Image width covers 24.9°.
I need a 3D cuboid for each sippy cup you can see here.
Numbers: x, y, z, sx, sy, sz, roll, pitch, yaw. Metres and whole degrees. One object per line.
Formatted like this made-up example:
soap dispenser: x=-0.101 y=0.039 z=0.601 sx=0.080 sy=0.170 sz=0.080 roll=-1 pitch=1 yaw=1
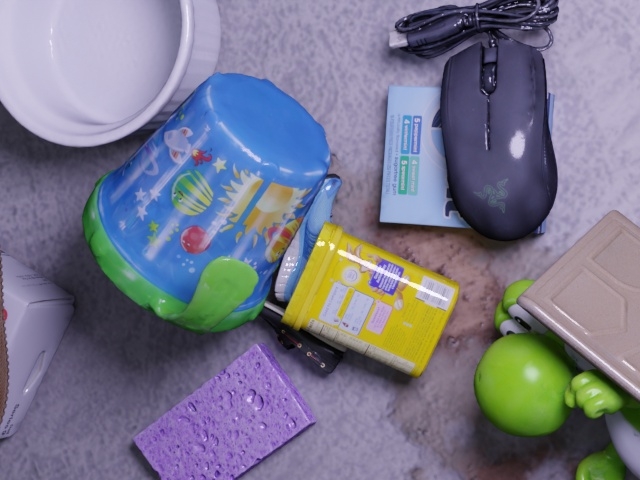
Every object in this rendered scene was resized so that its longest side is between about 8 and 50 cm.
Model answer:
sippy cup: x=-0.110 y=-0.056 z=1.600 sx=0.224 sy=0.240 sz=0.305 roll=-51 pitch=62 yaw=32

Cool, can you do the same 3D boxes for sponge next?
sponge: x=-0.117 y=0.228 z=1.750 sx=0.210 sy=0.031 sz=0.117 roll=-38 pitch=79 yaw=17

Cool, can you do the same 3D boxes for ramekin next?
ramekin: x=-0.253 y=-0.249 z=1.730 sx=0.277 sy=0.135 sz=0.277 roll=1 pitch=93 yaw=21

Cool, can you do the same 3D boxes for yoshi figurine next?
yoshi figurine: x=0.303 y=0.197 z=1.509 sx=0.362 sy=0.203 sz=0.203 roll=39 pitch=111 yaw=18

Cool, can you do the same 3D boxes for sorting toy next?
sorting toy: x=0.367 y=0.112 z=1.473 sx=0.307 sy=0.229 sz=0.041 roll=40 pitch=134 yaw=15

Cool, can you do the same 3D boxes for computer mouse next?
computer mouse: x=0.178 y=-0.134 z=1.561 sx=0.188 sy=0.072 sz=0.272 roll=-10 pitch=86 yaw=19

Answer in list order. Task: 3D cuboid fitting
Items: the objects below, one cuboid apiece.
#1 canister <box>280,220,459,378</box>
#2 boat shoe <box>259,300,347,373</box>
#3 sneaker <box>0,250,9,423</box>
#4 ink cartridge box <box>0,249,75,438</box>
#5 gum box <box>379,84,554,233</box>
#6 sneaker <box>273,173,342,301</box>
canister: x=0.057 y=0.069 z=1.633 sx=0.170 sy=0.073 sz=0.126 roll=24 pitch=101 yaw=-1
boat shoe: x=-0.033 y=0.109 z=1.704 sx=0.133 sy=0.049 sz=0.042 roll=32 pitch=94 yaw=12
sneaker: x=-0.457 y=0.113 z=1.705 sx=0.153 sy=0.099 sz=0.282 roll=-4 pitch=83 yaw=13
ink cartridge box: x=-0.486 y=0.097 z=1.836 sx=0.289 sy=0.121 sz=0.211 roll=29 pitch=101 yaw=18
gum box: x=0.164 y=-0.092 z=1.627 sx=0.184 sy=0.041 sz=0.157 roll=4 pitch=92 yaw=21
sneaker: x=0.000 y=0.000 z=1.693 sx=0.073 sy=0.063 sz=0.162 roll=17 pitch=102 yaw=1
